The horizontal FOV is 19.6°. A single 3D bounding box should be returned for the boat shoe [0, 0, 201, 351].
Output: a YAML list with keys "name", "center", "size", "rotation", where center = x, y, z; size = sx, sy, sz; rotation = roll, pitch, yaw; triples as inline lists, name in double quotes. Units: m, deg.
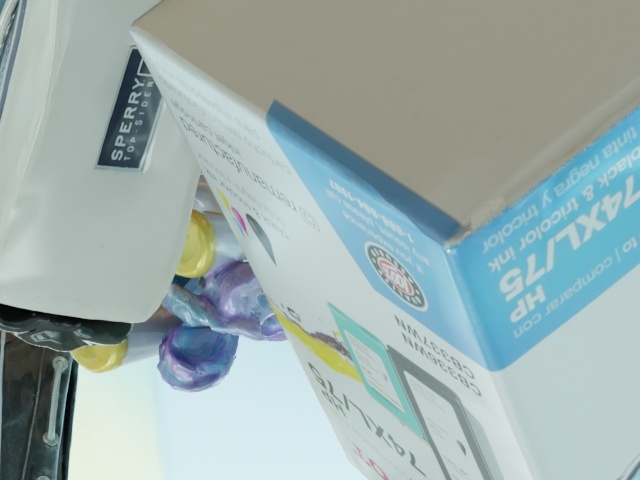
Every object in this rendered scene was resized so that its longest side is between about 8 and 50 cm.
- name: "boat shoe"
  center: [-0.094, -0.129, 0.839]
  size: [0.127, 0.340, 0.158]
  rotation: [11, -152, -32]

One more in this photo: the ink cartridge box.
- name: "ink cartridge box"
  center: [0.097, -0.005, 0.721]
  size: [0.197, 0.270, 0.198]
  rotation: [-38, -137, -15]

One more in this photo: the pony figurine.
- name: "pony figurine"
  center: [0.000, 0.000, 1.192]
  size: [0.351, 0.302, 0.363]
  rotation: [19, -162, 38]

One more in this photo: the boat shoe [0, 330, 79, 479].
- name: "boat shoe"
  center: [-0.212, 0.216, 1.379]
  size: [0.105, 0.306, 0.113]
  rotation: [-1, 167, -4]
